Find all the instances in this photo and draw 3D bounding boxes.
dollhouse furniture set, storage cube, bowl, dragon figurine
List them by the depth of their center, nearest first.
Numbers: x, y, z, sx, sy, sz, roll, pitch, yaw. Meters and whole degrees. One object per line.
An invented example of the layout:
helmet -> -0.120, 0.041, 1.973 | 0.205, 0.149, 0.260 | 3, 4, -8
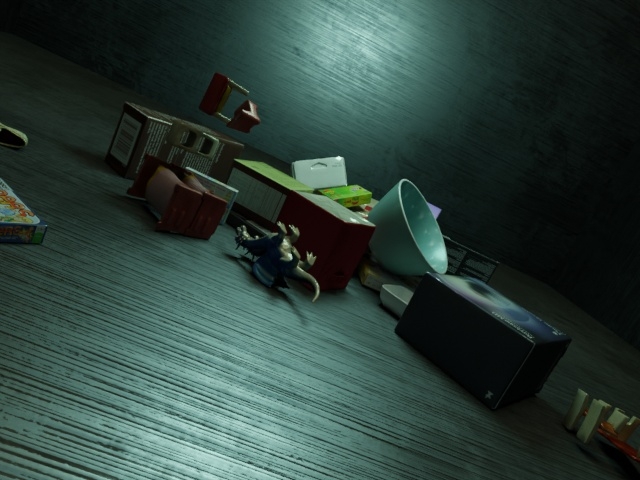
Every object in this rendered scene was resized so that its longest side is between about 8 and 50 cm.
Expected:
dollhouse furniture set -> 0.674, 0.460, 1.012 | 0.262, 0.135, 0.259 | 27, 2, 3
dragon figurine -> -0.094, 0.057, 1.112 | 0.085, 0.144, 0.289 | 11, 39, -53
dollhouse furniture set -> -0.292, -0.216, 1.172 | 0.152, 0.374, 0.201 | 18, 13, -48
storage cube -> 0.000, 0.000, 1.280 | 0.215, 0.193, 0.183 | 32, 14, 28
bowl -> 0.237, 0.179, 1.342 | 0.142, 0.053, 0.142 | 34, 15, 33
bowl -> 0.251, -0.014, 1.506 | 0.311, 0.163, 0.312 | 42, 34, -38

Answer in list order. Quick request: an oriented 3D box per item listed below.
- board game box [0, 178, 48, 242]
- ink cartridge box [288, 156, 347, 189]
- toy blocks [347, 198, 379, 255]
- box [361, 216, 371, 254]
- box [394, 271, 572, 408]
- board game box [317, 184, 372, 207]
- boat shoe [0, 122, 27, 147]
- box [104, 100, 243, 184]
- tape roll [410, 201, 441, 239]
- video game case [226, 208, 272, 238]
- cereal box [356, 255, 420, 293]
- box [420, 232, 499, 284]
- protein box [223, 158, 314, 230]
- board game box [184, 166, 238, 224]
board game box -> -0.560, -0.060, 0.792 | 0.201, 0.035, 0.136 | 33, 15, 28
ink cartridge box -> -0.021, -0.242, 1.978 | 0.207, 0.117, 0.283 | -7, -3, -7
toy blocks -> 0.119, -0.089, 1.854 | 0.260, 0.191, 0.381 | 23, 27, 5
box -> 0.081, -0.011, 1.535 | 0.128, 0.123, 0.257 | -4, 1, 23
box -> 0.398, 0.228, 1.186 | 0.294, 0.183, 0.296 | 8, 22, -49
board game box -> 0.088, -0.158, 1.776 | 0.181, 0.043, 0.092 | -12, 32, -34
boat shoe -> -0.755, -0.253, 1.134 | 0.135, 0.050, 0.045 | 15, 12, -41
box -> -0.438, -0.272, 1.505 | 0.143, 0.191, 0.381 | 35, 15, 32
tape roll -> 0.332, -0.009, 1.759 | 0.090, 0.275, 0.275 | 28, 13, 10
video game case -> -0.183, -0.052, 1.483 | 0.275, 0.035, 0.248 | 32, 14, 26
cereal box -> 0.231, 0.134, 1.514 | 0.240, 0.047, 0.173 | 23, 13, -10
box -> 0.526, 0.101, 1.905 | 0.261, 0.184, 0.103 | 26, 11, -3
protein box -> -0.161, -0.139, 1.478 | 0.201, 0.136, 0.200 | 29, 14, 14
board game box -> -0.317, -0.123, 1.345 | 0.154, 0.103, 0.026 | 26, 13, -4
